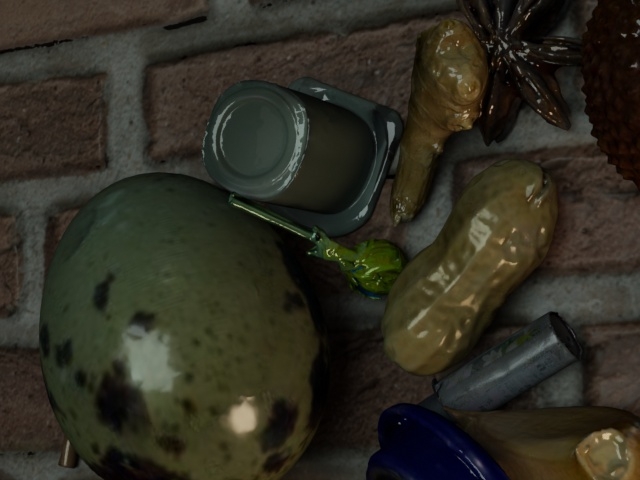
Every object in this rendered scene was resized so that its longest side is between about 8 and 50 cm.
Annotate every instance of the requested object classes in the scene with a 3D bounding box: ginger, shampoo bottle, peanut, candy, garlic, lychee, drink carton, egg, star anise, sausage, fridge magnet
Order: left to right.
[{"bbox_3d":[-0.346,0.264,1.880,0.026,0.026,0.116,13,90,29],"label":"sausage"},{"bbox_3d":[-0.169,0.116,1.619,0.345,0.345,0.428,-37,58,21],"label":"egg"},{"bbox_3d":[-0.030,-0.107,1.656,0.185,0.189,0.191,25,98,24],"label":"drink carton"},{"bbox_3d":[-0.001,0.003,1.601,0.077,0.262,0.073,-41,36,36],"label":"candy"},{"bbox_3d":[0.135,-0.134,1.570,0.295,0.086,0.131,104,151,-42],"label":"ginger"},{"bbox_3d":[0.147,0.300,1.493,0.112,0.265,0.265,-33,64,-22],"label":"fridge magnet"},{"bbox_3d":[0.176,0.031,1.566,0.130,0.130,0.290,42,102,25],"label":"peanut"},{"bbox_3d":[0.201,0.162,1.567,0.214,0.072,0.072,-35,70,22],"label":"shampoo bottle"},{"bbox_3d":[0.234,-0.233,1.581,0.229,0.093,0.236,-50,61,21],"label":"star anise"},{"bbox_3d":[0.263,0.236,1.471,0.245,0.164,0.145,5,65,51],"label":"garlic"},{"bbox_3d":[0.400,-0.173,1.379,0.275,0.275,0.304,35,133,27],"label":"lychee"}]
